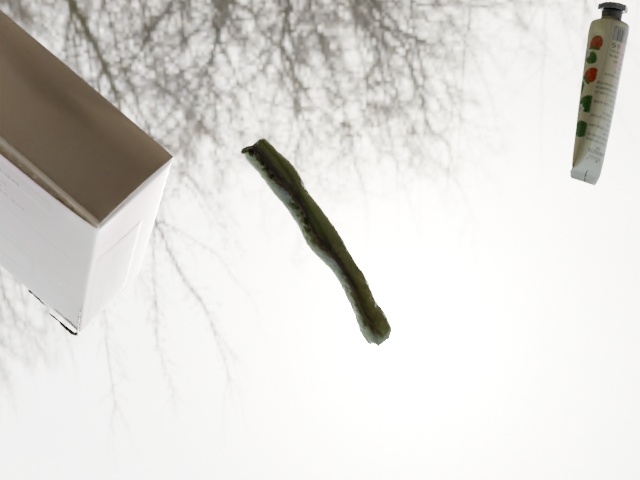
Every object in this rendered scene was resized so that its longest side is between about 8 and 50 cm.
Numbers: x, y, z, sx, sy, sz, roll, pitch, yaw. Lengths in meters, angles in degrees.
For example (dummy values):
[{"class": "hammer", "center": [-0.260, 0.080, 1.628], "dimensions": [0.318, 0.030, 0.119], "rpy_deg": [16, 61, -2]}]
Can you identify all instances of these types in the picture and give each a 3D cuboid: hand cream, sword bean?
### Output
[{"class": "hand cream", "center": [0.426, -0.225, 1.552], "dimensions": [0.059, 0.276, 0.095], "rpy_deg": [10, 180, 41]}, {"class": "sword bean", "center": [0.001, 0.000, 1.133], "dimensions": [0.043, 0.269, 0.038], "rpy_deg": [-33, -178, 0]}]

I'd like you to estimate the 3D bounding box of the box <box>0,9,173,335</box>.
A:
[{"class": "box", "center": [-0.255, -0.050, 0.911], "dimensions": [0.203, 0.252, 0.106], "rpy_deg": [41, -119, 5]}]
